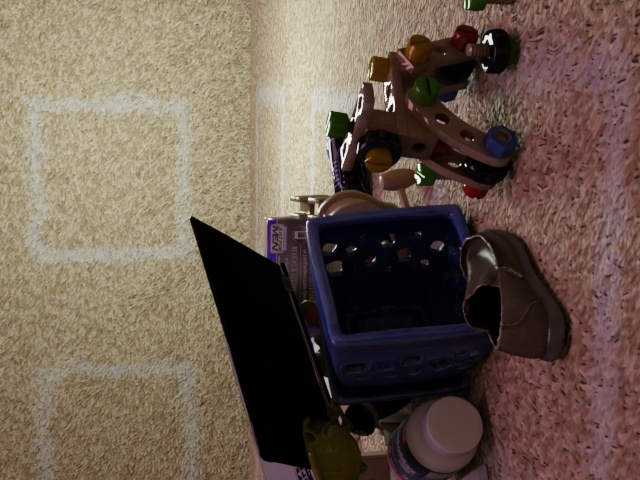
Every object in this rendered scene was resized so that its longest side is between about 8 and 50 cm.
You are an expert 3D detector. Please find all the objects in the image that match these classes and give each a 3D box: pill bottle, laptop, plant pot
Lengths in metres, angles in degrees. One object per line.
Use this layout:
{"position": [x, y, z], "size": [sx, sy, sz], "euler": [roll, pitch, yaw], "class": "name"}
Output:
{"position": [0.168, 0.290, 1.390], "size": [0.180, 0.108, 0.108], "euler": [112, 154, -61], "class": "pill bottle"}
{"position": [-0.123, 0.228, 1.512], "size": [0.408, 0.236, 0.382], "euler": [-51, 49, 46], "class": "laptop"}
{"position": [0.107, 0.106, 1.394], "size": [0.212, 0.236, 0.236], "euler": [92, 170, -49], "class": "plant pot"}

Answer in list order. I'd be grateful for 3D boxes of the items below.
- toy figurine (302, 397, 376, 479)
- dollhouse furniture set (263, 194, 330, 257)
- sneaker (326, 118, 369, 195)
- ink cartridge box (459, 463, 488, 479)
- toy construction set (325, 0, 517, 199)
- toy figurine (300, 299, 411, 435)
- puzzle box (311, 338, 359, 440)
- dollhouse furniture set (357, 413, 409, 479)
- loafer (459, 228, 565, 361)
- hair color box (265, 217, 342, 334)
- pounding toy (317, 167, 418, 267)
{"position": [0.135, 0.383, 1.334], "size": [0.191, 0.217, 0.362], "euler": [-30, -76, -66], "class": "toy figurine"}
{"position": [0.000, 0.000, 2.198], "size": [0.242, 0.161, 0.212], "euler": [10, 102, 55], "class": "dollhouse furniture set"}
{"position": [0.063, -0.132, 1.940], "size": [0.090, 0.081, 0.232], "euler": [-141, 44, -71], "class": "sneaker"}
{"position": [0.210, 0.454, 1.389], "size": [0.232, 0.066, 0.189], "euler": [-46, 42, 43], "class": "ink cartridge box"}
{"position": [0.109, -0.172, 1.320], "size": [0.309, 0.237, 0.257], "euler": [131, 137, -73], "class": "toy construction set"}
{"position": [0.061, 0.194, 1.607], "size": [0.209, 0.148, 0.213], "euler": [35, 134, 31], "class": "toy figurine"}
{"position": [0.012, 0.325, 2.255], "size": [0.272, 0.052, 0.408], "euler": [107, 159, -55], "class": "puzzle box"}
{"position": [0.083, 0.458, 1.644], "size": [0.355, 0.174, 0.303], "euler": [161, 108, -78], "class": "dollhouse furniture set"}
{"position": [0.217, 0.059, 1.186], "size": [0.251, 0.087, 0.094], "euler": [-115, 27, -62], "class": "loafer"}
{"position": [-0.026, 0.083, 1.863], "size": [0.339, 0.110, 0.185], "euler": [62, -152, -76], "class": "hair color box"}
{"position": [0.082, 0.007, 1.661], "size": [0.155, 0.154, 0.269], "euler": [-119, 30, -66], "class": "pounding toy"}
